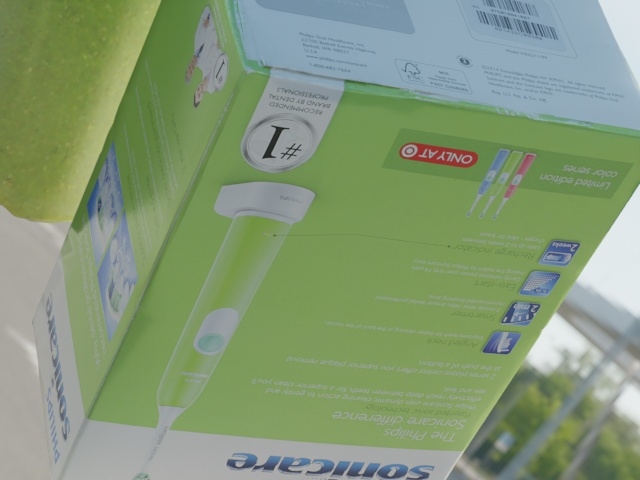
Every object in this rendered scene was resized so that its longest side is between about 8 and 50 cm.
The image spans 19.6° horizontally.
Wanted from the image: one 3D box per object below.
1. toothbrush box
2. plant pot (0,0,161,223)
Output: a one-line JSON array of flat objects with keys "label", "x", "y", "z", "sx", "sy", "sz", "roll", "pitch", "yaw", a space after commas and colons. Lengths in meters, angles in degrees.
[{"label": "toothbrush box", "x": 0.000, "y": 0.000, "z": 0.895, "sx": 0.206, "sy": 0.283, "sz": 0.122, "roll": 7, "pitch": 42, "yaw": -23}, {"label": "plant pot", "x": -0.162, "y": -0.157, "z": 1.051, "sx": 0.276, "sy": 0.254, "sz": 0.276, "roll": 17, "pitch": 16, "yaw": -5}]
